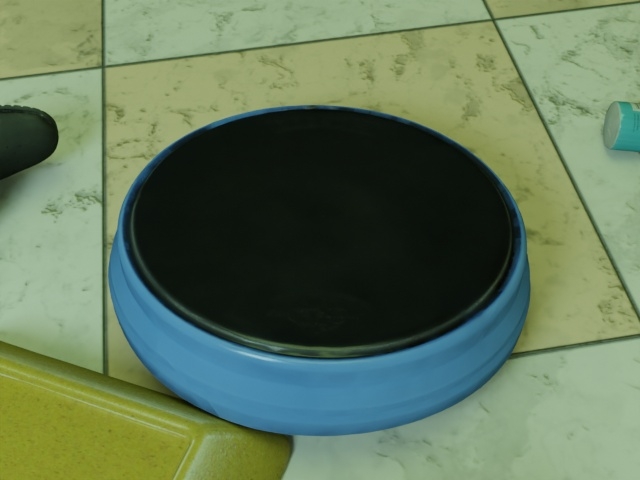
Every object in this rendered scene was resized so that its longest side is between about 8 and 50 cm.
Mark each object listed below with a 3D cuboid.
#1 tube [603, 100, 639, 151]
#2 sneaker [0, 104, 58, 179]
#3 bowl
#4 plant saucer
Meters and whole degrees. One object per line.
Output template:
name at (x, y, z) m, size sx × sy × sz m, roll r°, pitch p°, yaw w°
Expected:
tube at (0.418, -0.117, 0.973) m, size 0.207 × 0.052 × 0.080 m, roll 5°, pitch 54°, yaw 0°
sneaker at (-0.403, -0.023, 0.887) m, size 0.330 × 0.122 × 0.146 m, roll -25°, pitch 71°, yaw -20°
bowl at (0.000, 0.000, 0.826) m, size 0.390 × 0.077 × 0.391 m, roll 1°, pitch 40°, yaw -1°
plant saucer at (-0.232, 0.223, 0.677) m, size 0.332 × 0.081 × 0.333 m, roll 15°, pitch 52°, yaw 14°
